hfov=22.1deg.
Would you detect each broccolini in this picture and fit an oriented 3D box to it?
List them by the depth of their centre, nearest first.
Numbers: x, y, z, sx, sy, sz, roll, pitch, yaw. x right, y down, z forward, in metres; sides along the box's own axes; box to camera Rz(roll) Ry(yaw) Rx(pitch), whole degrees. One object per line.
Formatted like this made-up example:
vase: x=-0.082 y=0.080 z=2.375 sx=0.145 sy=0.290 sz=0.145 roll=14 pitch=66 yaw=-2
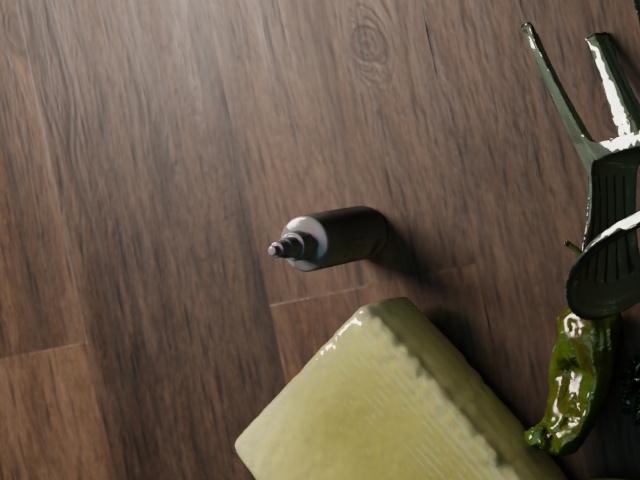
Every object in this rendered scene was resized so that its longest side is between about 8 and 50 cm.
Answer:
broccolini: x=0.400 y=0.147 z=1.535 sx=0.254 sy=0.057 sz=0.071 roll=-3 pitch=136 yaw=31

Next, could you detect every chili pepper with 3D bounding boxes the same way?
chili pepper: x=0.257 y=0.111 z=1.592 sx=0.072 sy=0.073 sz=0.204 roll=19 pitch=94 yaw=59

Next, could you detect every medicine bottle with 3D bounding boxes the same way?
medicine bottle: x=0.000 y=0.000 z=1.646 sx=0.058 sy=0.199 sz=0.057 roll=4 pitch=98 yaw=29

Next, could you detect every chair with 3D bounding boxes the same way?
chair: x=0.295 y=-0.084 z=1.492 sx=0.190 sy=0.203 sz=0.274 roll=-21 pitch=77 yaw=39

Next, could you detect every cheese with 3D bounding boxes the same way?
cheese: x=0.080 y=0.230 z=1.671 sx=0.242 sy=0.124 sz=0.265 roll=-47 pitch=73 yaw=19

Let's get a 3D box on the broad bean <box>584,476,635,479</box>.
broad bean: x=0.283 y=0.319 z=1.602 sx=0.124 sy=0.082 sz=0.174 roll=-6 pitch=82 yaw=28
